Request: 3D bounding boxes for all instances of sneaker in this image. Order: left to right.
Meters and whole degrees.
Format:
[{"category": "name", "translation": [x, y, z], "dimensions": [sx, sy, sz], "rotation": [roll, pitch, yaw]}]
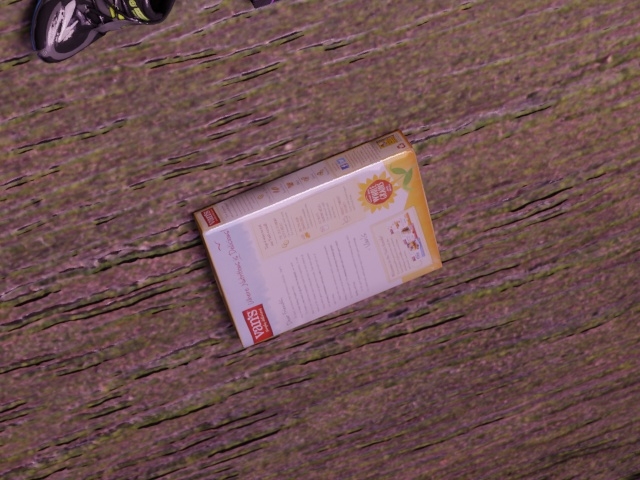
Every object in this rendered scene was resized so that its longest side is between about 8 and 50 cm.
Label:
[{"category": "sneaker", "translation": [-0.183, -0.223, 1.517], "dimensions": [0.188, 0.078, 0.067], "rotation": [-32, 130, 3]}]

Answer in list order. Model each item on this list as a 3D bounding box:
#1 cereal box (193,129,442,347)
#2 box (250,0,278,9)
[{"category": "cereal box", "translation": [0.000, 0.000, 1.780], "dimensions": [0.240, 0.047, 0.173], "rotation": [-21, 130, -7]}, {"category": "box", "translation": [-0.028, -0.305, 1.556], "dimensions": [0.116, 0.029, 0.162], "rotation": [-20, 128, -7]}]
